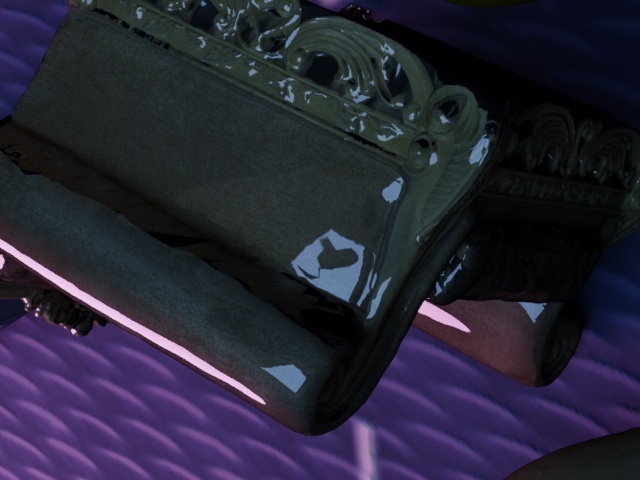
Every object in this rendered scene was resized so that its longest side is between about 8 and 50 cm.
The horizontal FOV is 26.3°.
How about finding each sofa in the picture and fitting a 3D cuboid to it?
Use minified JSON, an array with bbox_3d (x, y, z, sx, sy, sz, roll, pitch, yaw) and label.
[{"bbox_3d":[0.000,0.000,0.555,0.200,0.258,0.182,27,102,26],"label":"sofa"}]

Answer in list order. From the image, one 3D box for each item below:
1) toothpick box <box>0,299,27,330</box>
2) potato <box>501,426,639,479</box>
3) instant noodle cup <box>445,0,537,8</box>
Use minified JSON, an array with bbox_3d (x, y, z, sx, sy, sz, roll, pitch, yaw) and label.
[{"bbox_3d":[-0.252,0.035,0.828,0.153,0.101,0.101,-29,84,35],"label":"toothpick box"},{"bbox_3d":[0.135,0.235,0.505,0.243,0.326,0.221,8,150,1],"label":"potato"},{"bbox_3d":[0.009,-0.272,0.466,0.254,0.326,0.325,31,117,36],"label":"instant noodle cup"}]
